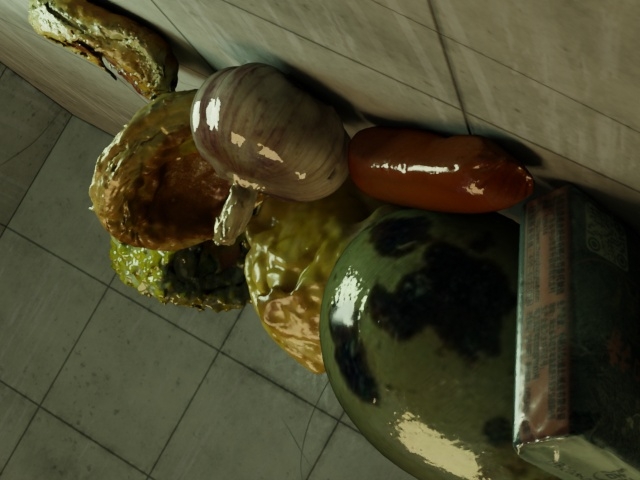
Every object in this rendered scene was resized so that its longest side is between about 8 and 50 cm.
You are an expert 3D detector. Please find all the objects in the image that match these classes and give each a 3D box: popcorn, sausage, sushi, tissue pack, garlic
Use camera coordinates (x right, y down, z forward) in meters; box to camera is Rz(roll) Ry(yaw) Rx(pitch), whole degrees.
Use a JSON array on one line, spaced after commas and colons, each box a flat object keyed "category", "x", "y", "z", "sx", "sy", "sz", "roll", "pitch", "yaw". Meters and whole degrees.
[{"category": "popcorn", "x": 0.069, "y": 0.062, "z": 1.730, "sx": 0.390, "sy": 0.344, "sz": 0.354, "roll": 20, "pitch": 166, "yaw": 39}, {"category": "sausage", "x": 0.133, "y": -0.084, "z": 1.311, "sx": 0.097, "sy": 0.094, "sz": 0.348, "roll": 33, "pitch": 173, "yaw": -26}, {"category": "sushi", "x": -0.270, "y": -0.048, "z": 2.316, "sx": 0.351, "sy": 0.396, "sz": 0.240, "roll": 6, "pitch": -165, "yaw": -43}, {"category": "tissue pack", "x": 0.317, "y": 0.121, "z": 1.191, "sx": 0.228, "sy": 0.315, "sz": 0.103, "roll": 31, "pitch": 140, "yaw": -29}, {"category": "garlic", "x": -0.090, "y": -0.106, "z": 1.491, "sx": 0.245, "sy": 0.253, "sz": 0.245, "roll": 29, "pitch": -178, "yaw": -1}]

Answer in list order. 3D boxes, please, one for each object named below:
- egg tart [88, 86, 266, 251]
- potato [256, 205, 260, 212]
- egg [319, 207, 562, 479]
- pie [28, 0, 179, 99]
[{"category": "egg tart", "x": -0.212, "y": -0.132, "z": 1.726, "sx": 0.352, "sy": 0.352, "sz": 0.150, "roll": 35, "pitch": -161, "yaw": -53}, {"category": "potato", "x": 0.000, "y": 0.000, "z": 2.241, "sx": 0.326, "sy": 0.221, "sz": 0.243, "roll": 28, "pitch": 166, "yaw": -35}, {"category": "egg", "x": 0.187, "y": 0.148, "z": 1.387, "sx": 0.428, "sy": 0.345, "sz": 0.345, "roll": 57, "pitch": -172, "yaw": 26}, {"category": "pie", "x": -0.353, "y": -0.322, "z": 1.745, "sx": 0.308, "sy": 0.085, "sz": 0.308, "roll": 30, "pitch": 176, "yaw": 2}]
